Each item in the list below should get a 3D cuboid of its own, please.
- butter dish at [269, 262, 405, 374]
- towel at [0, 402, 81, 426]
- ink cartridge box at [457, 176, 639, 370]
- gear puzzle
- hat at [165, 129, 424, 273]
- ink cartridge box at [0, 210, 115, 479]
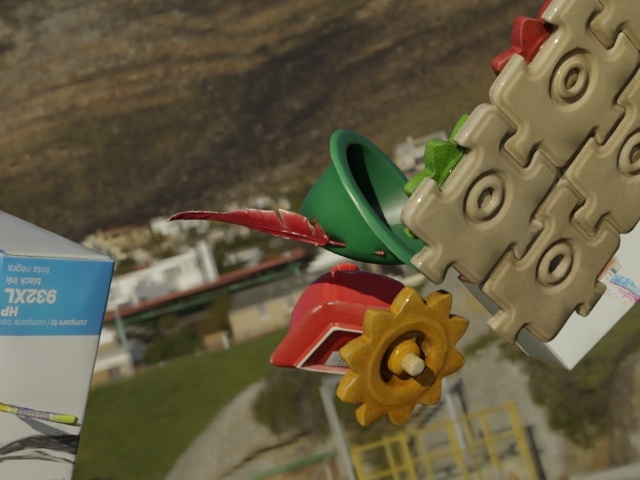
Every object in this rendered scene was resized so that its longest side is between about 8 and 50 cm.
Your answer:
[{"bbox_3d":[0.034,0.080,1.577,0.160,0.118,0.160,9,-36,-24],"label":"butter dish"},{"bbox_3d":[-0.229,0.133,1.067,0.083,0.009,0.060,12,-10,-2],"label":"towel"},{"bbox_3d":[0.261,0.025,1.432,0.176,0.127,0.128,-43,7,-7],"label":"ink cartridge box"},{"bbox_3d":[0.121,-0.035,0.772,0.175,0.339,0.044,38,-3,-42],"label":"gear puzzle"},{"bbox_3d":[0.000,0.000,1.414,0.183,0.208,0.173,-37,-5,21],"label":"hat"},{"bbox_3d":[-0.325,0.134,1.228,0.223,0.307,0.129,19,10,40],"label":"ink cartridge box"}]
